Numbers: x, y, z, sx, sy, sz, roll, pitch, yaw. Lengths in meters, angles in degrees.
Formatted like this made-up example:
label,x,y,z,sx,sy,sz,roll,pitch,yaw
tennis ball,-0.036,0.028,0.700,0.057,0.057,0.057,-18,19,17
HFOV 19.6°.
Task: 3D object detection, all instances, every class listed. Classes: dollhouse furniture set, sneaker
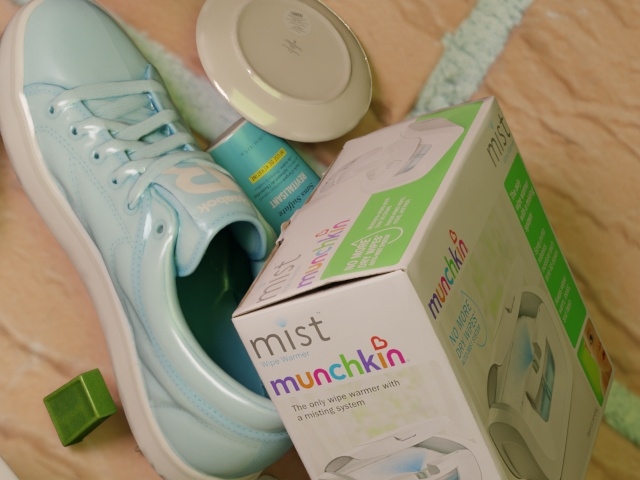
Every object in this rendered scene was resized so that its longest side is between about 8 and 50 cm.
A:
label,x,y,z,sx,sy,sz,roll,pitch,yaw
dollhouse furniture set,-0.110,0.099,1.288,0.151,0.058,0.076,-19,79,-39
sneaker,-0.092,-0.022,1.224,0.135,0.150,0.366,-18,78,-40

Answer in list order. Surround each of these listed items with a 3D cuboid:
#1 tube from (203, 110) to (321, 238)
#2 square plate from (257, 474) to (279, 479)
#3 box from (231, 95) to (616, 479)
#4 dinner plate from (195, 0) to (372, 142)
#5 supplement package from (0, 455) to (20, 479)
label,x,y,z,sx,sy,sz,roll,pitch,yaw
tube,0.000,0.000,1.330,0.080,0.052,0.207,-43,100,-11
square plate,-0.047,0.395,1.244,0.347,0.049,0.344,-41,95,-19
box,0.075,0.068,1.200,0.231,0.126,0.262,65,26,-18
dinner plate,-0.022,-0.134,1.331,0.141,0.017,0.141,17,52,-23
supplement package,-0.291,0.259,1.121,0.293,0.175,0.177,-40,95,-19
